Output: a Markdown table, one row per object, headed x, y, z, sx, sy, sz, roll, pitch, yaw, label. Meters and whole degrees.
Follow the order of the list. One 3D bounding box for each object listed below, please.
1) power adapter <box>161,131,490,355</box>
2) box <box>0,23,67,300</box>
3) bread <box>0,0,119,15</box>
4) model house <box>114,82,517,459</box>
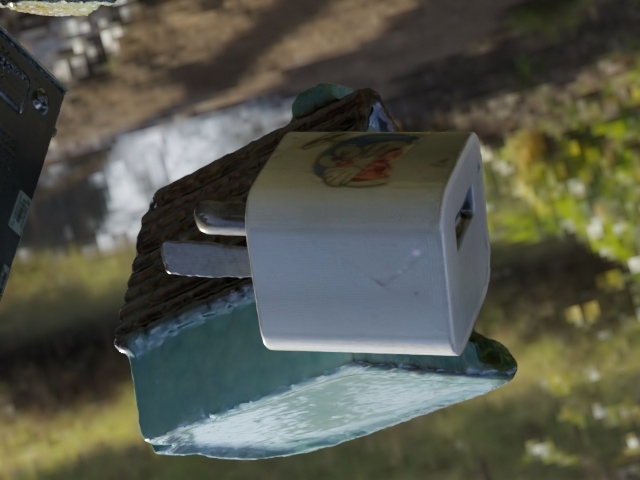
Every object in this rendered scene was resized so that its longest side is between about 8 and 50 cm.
| x | y | z | sx | sy | sz | roll | pitch | yaw | label |
| --- | --- | --- | --- | --- | --- | --- | --- | --- | --- |
| 0.000 | 0.000 | 1.330 | 0.205 | 0.125 | 0.130 | 1 | -152 | 15 | power adapter |
| -0.280 | -0.046 | 1.452 | 0.045 | 0.270 | 0.211 | -4 | 148 | 31 | box |
| -0.202 | -0.292 | 1.581 | 0.128 | 0.232 | 0.088 | 5 | -169 | 1 | bread |
| -0.022 | 0.024 | 1.614 | 0.280 | 0.249 | 0.230 | -22 | 159 | 36 | model house |
